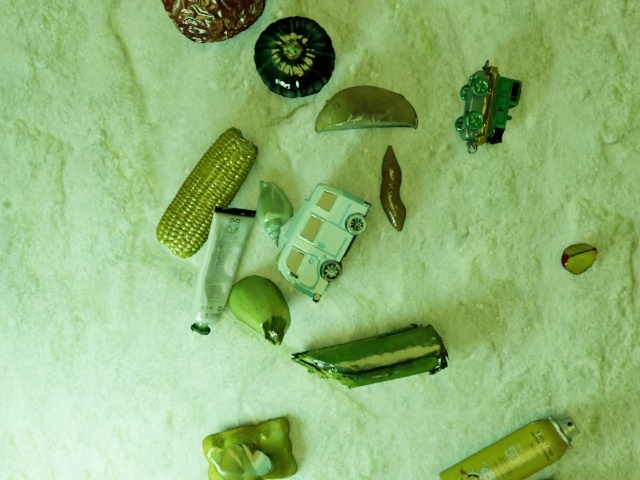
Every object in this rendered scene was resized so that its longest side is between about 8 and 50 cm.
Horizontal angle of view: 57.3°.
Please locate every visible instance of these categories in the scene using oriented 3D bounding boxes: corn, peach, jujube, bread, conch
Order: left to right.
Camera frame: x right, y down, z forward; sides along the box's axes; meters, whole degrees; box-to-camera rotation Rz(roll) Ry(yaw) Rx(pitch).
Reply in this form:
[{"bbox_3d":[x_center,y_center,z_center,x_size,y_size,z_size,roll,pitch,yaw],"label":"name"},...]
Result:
[{"bbox_3d":[-0.278,-0.119,1.455,0.131,0.131,0.344,35,92,3],"label":"corn"},{"bbox_3d":[-0.251,-0.582,1.399,0.232,0.213,0.213,-29,89,4],"label":"jujube"},{"bbox_3d":[-0.182,0.552,1.486,0.233,0.088,0.160,-13,86,3],"label":"bread"},{"bbox_3d":[-0.116,-0.070,1.473,0.088,0.065,0.180,-11,82,7],"label":"conch"},{"bbox_3d":[0.623,0.038,1.420,0.077,0.050,0.083,32,104,-20],"label":"peach"}]

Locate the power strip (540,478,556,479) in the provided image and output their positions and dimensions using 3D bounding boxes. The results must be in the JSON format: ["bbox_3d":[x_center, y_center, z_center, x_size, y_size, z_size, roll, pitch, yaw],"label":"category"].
[{"bbox_3d":[0.533,0.650,1.397,0.154,0.154,0.078,-41,91,5],"label":"power strip"}]

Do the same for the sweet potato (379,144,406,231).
[{"bbox_3d":[0.176,-0.128,1.450,0.065,0.051,0.218,-8,92,-36],"label":"sweet potato"}]

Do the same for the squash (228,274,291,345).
[{"bbox_3d":[-0.116,0.173,1.404,0.137,0.287,0.137,-5,101,-25],"label":"squash"}]

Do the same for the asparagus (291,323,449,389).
[{"bbox_3d":[0.119,0.297,1.445,0.382,0.108,0.128,-14,92,7],"label":"asparagus"}]

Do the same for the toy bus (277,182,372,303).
[{"bbox_3d":[0.000,0.000,1.429,0.165,0.133,0.271,28,94,0],"label":"toy bus"}]

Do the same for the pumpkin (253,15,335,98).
[{"bbox_3d":[-0.062,-0.446,1.423,0.202,0.140,0.201,0,91,2],"label":"pumpkin"}]

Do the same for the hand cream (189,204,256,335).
[{"bbox_3d":[-0.256,0.075,1.466,0.076,0.121,0.335,28,104,43],"label":"hand cream"}]

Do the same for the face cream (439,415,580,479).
[{"bbox_3d":[0.464,0.531,1.420,0.349,0.105,0.105,-31,89,5],"label":"face cream"}]

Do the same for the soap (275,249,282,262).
[{"bbox_3d":[-0.080,0.025,1.499,0.034,0.012,0.089,40,94,0],"label":"soap"}]

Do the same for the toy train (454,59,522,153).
[{"bbox_3d":[0.406,-0.319,1.412,0.136,0.091,0.227,7,92,-6],"label":"toy train"}]

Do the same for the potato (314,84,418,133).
[{"bbox_3d":[0.109,-0.330,1.430,0.261,0.100,0.120,-3,92,5],"label":"potato"}]
